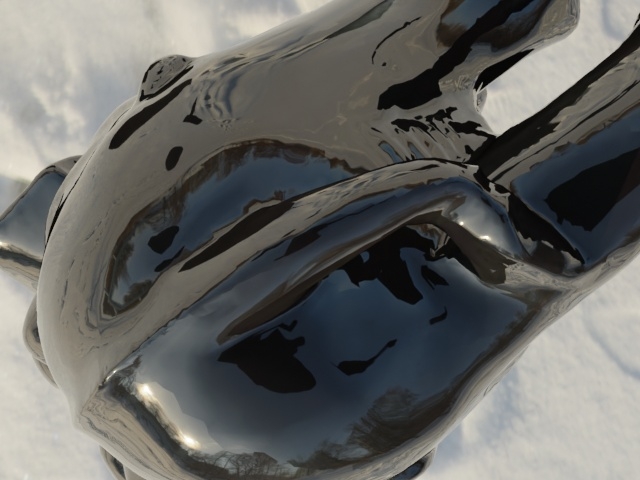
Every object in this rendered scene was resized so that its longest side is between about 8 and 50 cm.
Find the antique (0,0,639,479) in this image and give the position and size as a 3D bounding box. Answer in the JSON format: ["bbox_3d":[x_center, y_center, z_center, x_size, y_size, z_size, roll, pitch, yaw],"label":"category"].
[{"bbox_3d":[0.000,0.000,0.505,0.255,0.322,0.185,-39,88,-9],"label":"antique"}]
